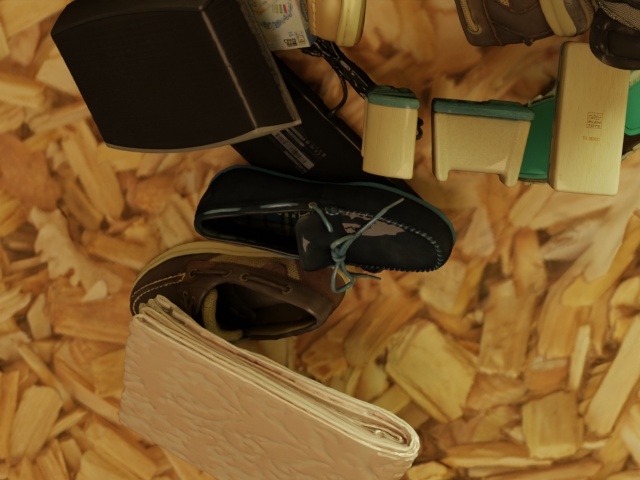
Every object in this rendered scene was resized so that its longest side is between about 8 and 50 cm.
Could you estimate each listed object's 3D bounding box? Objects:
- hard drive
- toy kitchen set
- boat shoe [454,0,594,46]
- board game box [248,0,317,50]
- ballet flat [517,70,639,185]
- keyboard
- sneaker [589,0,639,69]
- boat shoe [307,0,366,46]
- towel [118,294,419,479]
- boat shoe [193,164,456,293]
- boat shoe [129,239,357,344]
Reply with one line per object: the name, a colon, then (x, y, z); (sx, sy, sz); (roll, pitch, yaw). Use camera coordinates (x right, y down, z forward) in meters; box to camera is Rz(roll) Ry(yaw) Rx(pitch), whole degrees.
hard drive: (-0.145, -0.159, 1.389); (0.254, 0.054, 0.172); (0, 122, 46)
toy kitchen set: (0.142, -0.115, 1.268); (0.207, 0.166, 0.122); (5, 99, -1)
boat shoe: (0.096, -0.295, 1.153); (0.130, 0.132, 0.355); (-21, 114, 20)
board game box: (-0.057, -0.213, 1.330); (0.090, 0.020, 0.090); (-2, 122, 30)
ballet flat: (0.258, -0.106, 1.268); (0.241, 0.077, 0.091); (-21, 83, 36)
keyboard: (0.000, -0.114, 1.418); (0.317, 0.033, 0.201); (43, 136, -11)
sneaker: (0.204, -0.206, 1.085); (0.268, 0.101, 0.153); (28, 161, 0)
boat shoe: (-0.024, -0.315, 1.136); (0.110, 0.121, 0.341); (-7, 97, 0)
towel: (-0.068, 0.201, 1.607); (0.317, 0.053, 0.332); (28, 153, 3)
boat shoe: (0.000, 0.000, 1.430); (0.258, 0.089, 0.109); (7, 130, 26)
boat shoe: (-0.097, 0.062, 1.550); (0.285, 0.092, 0.103); (-7, 125, 33)
